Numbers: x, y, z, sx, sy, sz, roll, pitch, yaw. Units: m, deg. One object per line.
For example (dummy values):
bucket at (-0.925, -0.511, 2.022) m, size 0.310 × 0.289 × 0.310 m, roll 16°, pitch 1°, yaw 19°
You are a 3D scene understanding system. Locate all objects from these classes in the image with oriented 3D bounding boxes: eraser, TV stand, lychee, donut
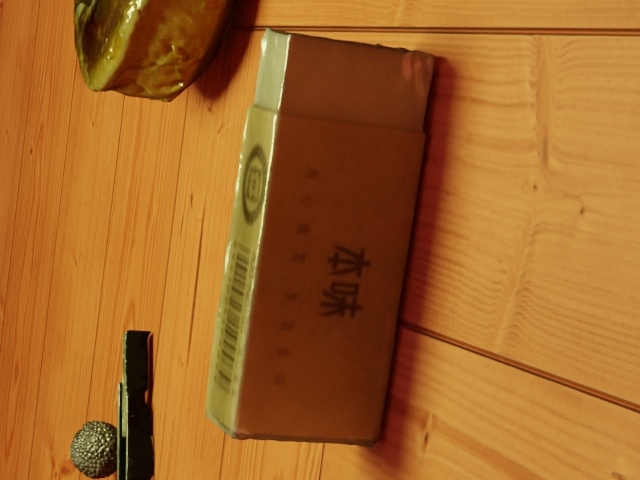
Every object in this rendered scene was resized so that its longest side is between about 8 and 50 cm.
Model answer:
eraser at (0.000, 0.000, 1.492) m, size 0.078 × 0.144 × 0.343 m, roll -154°, pitch 71°, yaw -67°
TV stand at (-0.216, 0.229, 2.062) m, size 0.042 × 0.036 × 0.249 m, roll 148°, pitch 124°, yaw -63°
lychee at (-0.269, 0.255, 2.139) m, size 0.083 × 0.067 × 0.068 m, roll -29°, pitch 52°, yaw 50°
donut at (-0.177, -0.308, 1.968) m, size 0.330 × 0.160 × 0.330 m, roll -40°, pitch 41°, yaw 47°
